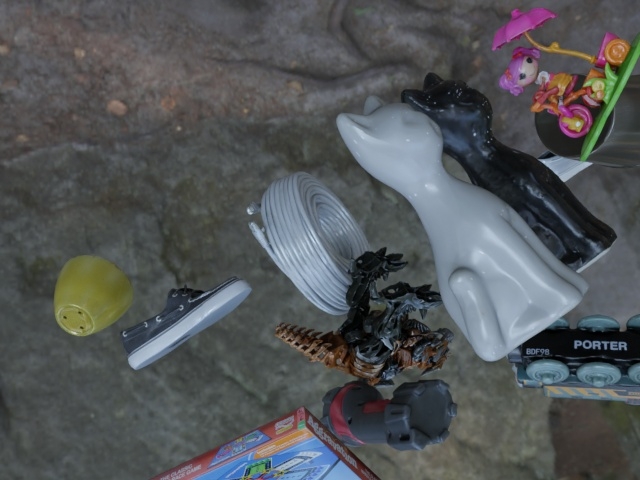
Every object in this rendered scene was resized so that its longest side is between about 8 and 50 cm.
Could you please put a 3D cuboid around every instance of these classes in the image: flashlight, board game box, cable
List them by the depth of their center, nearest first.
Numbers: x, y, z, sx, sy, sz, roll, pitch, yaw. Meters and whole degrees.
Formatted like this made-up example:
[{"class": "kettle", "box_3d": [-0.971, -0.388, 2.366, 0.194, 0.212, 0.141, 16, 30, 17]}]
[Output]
[{"class": "board game box", "box_3d": [-0.092, 0.259, 0.824, 0.281, 0.027, 0.145, -28, 127, 18]}, {"class": "flashlight", "box_3d": [0.094, 0.244, 1.242, 0.103, 0.103, 0.304, -15, 172, -24]}, {"class": "cable", "box_3d": [0.000, 0.000, 1.470, 0.089, 0.257, 0.257, -32, -169, 21]}]

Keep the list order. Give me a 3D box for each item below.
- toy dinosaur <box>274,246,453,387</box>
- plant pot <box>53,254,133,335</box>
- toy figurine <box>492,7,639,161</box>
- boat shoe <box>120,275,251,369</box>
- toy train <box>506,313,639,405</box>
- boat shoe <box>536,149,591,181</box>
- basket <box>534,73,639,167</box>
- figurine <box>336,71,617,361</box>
[{"class": "toy dinosaur", "box_3d": [0.088, 0.147, 1.348, 0.322, 0.164, 0.218, -9, 125, -51]}, {"class": "plant pot", "box_3d": [-0.398, 0.106, 1.466, 0.134, 0.095, 0.134, 6, 125, 9]}, {"class": "toy figurine", "box_3d": [0.278, -0.203, 1.028, 0.173, 0.159, 0.130, -66, 170, 7]}, {"class": "boat shoe", "box_3d": [-0.210, 0.108, 1.303, 0.228, 0.076, 0.080, -35, 169, 19]}, {"class": "toy train", "box_3d": [0.513, 0.228, 1.595, 0.333, 0.142, 0.190, -1, 145, 16]}, {"class": "boat shoe", "box_3d": [0.450, -0.164, 1.554, 0.184, 0.066, 0.063, -31, 117, -23]}, {"class": "basket", "box_3d": [0.446, -0.192, 1.370, 0.204, 0.154, 0.226, -7, 179, 41]}, {"class": "figurine", "box_3d": [0.115, -0.037, 0.664, 0.092, 0.209, 0.215, -40, 175, 30]}]
